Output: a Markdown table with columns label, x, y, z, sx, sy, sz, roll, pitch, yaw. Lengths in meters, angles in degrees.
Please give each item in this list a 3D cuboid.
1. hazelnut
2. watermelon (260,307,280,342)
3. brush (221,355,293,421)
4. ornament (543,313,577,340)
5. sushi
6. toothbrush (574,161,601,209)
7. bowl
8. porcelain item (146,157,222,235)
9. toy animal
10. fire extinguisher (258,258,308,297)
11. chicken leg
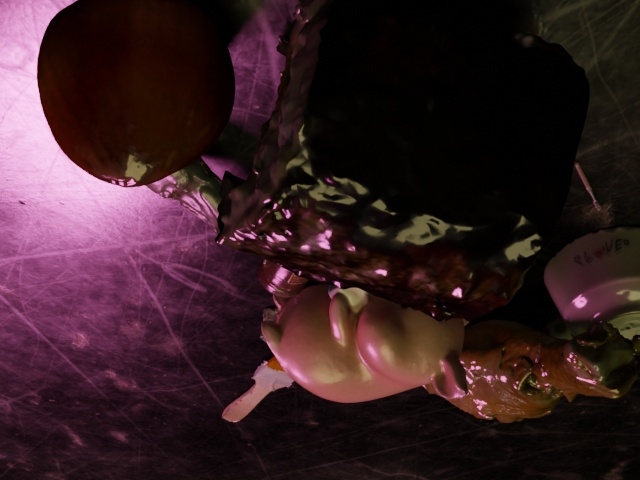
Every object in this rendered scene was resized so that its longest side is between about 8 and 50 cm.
| label | x | y | z | sx | sy | sz | roll | pitch | yaw |
| --- | --- | --- | --- | --- | --- | --- | --- | --- | --- |
| hazelnut | -0.184 | -0.143 | 0.728 | 0.208 | 0.208 | 0.208 | 3 | 142 | 2 |
| watermelon | -0.072 | 0.136 | 1.211 | 0.061 | 0.085 | 0.085 | 48 | 138 | 10 |
| brush | -0.120 | 0.293 | 1.427 | 0.085 | 0.020 | 0.336 | 21 | 140 | -20 |
| ornament | 0.418 | 0.174 | 1.177 | 0.075 | 0.081 | 0.156 | -36 | 133 | 15 |
| sushi | 0.077 | -0.086 | 0.716 | 0.294 | 0.281 | 0.299 | 21 | 146 | -11 |
| toothbrush | 0.342 | -0.069 | 0.930 | 0.006 | 0.008 | 0.097 | -30 | 131 | 17 |
| bowl | 0.434 | 0.084 | 1.036 | 0.211 | 0.112 | 0.211 | 2 | 143 | 1 |
| porcelain item | -0.119 | -0.035 | 0.931 | 0.216 | 0.069 | 0.081 | 39 | 136 | -20 |
| toy animal | 0.077 | 0.132 | 1.086 | 0.256 | 0.195 | 0.213 | -22 | 114 | 29 |
| fire extinguisher | 0.002 | -0.006 | 0.977 | 0.106 | 0.075 | 0.252 | 40 | 137 | 4 |
| chicken leg | 0.309 | 0.185 | 1.067 | 0.201 | 0.152 | 0.429 | 36 | 159 | -8 |
